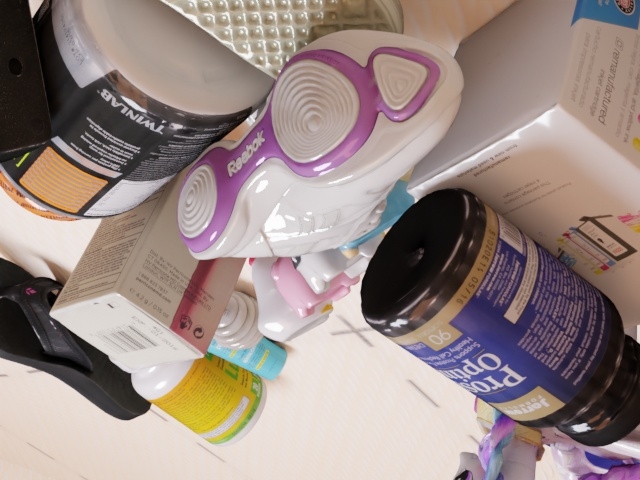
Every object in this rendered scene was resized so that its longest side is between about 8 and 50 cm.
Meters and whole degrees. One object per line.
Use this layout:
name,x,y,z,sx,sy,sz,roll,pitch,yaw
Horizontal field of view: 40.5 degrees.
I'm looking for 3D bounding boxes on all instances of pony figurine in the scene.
pony figurine,0.275,0.180,0.844,0.351,0.363,0.303,8,145,20

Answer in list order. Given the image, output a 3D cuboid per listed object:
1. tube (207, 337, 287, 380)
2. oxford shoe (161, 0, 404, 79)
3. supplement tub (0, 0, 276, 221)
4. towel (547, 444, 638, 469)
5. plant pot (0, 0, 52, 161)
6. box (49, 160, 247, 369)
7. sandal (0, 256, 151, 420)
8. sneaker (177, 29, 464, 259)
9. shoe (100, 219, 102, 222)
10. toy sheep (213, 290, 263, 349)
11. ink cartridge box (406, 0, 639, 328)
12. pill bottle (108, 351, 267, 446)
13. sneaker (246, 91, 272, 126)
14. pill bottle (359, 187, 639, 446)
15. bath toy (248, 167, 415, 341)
tube,-0.149,0.146,1.325,0.207,0.080,0.052,30,176,-17
oxford shoe,-0.115,-0.276,0.616,0.449,0.130,0.169,35,130,-26
supplement tub,-0.194,-0.137,0.814,0.193,0.194,0.316,36,145,-21
towel,0.446,0.257,1.137,0.308,0.076,0.228,-3,147,33
plant pot,-0.323,-0.128,0.685,0.167,0.187,0.188,7,109,35
box,-0.173,0.012,0.982,0.148,0.232,0.127,-16,132,44
sandal,-0.415,0.145,1.426,0.107,0.168,0.446,-28,135,20
sneaker,0.012,-0.066,0.682,0.152,0.114,0.305,7,158,-37
shoe,-0.273,-0.001,1.167,0.058,0.077,0.219,16,149,-1
toy sheep,-0.125,0.112,1.240,0.091,0.091,0.132,1,160,30
ink cartridge box,0.225,-0.068,0.688,0.232,0.171,0.168,33,148,-19
pill bottle,-0.213,0.215,1.391,0.136,0.136,0.245,-15,133,43
sneaker,-0.038,-0.112,0.902,0.043,0.040,0.109,-10,137,36
pill bottle,0.148,0.065,0.658,0.219,0.123,0.123,34,145,-19
bath toy,0.000,0.000,0.968,0.129,0.151,0.348,58,152,12
